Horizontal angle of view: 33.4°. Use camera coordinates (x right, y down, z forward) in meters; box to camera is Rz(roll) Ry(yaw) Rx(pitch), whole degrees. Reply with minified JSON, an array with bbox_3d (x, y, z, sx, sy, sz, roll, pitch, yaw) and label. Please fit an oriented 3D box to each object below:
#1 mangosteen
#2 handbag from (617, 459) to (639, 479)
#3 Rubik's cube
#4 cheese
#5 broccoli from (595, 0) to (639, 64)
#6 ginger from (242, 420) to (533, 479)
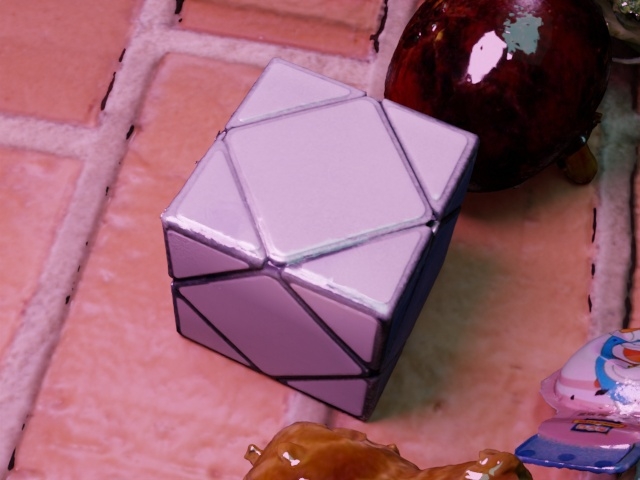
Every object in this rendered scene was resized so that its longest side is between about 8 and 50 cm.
[{"bbox_3d":[0.197,-0.142,1.062,0.261,0.235,0.235,36,55,-21],"label":"mangosteen"},{"bbox_3d":[0.311,0.228,0.869,0.173,0.095,0.117,6,40,16],"label":"handbag"},{"bbox_3d":[0.000,0.000,0.945,0.207,0.205,0.205,25,59,11],"label":"Rubik's cube"},{"bbox_3d":[0.263,0.134,0.897,0.189,0.074,0.286,-2,13,39],"label":"cheese"},{"bbox_3d":[0.367,-0.282,1.142,0.261,0.242,0.269,-35,21,-29],"label":"broccoli"},{"bbox_3d":[0.087,0.288,0.771,0.357,0.152,0.274,12,72,13],"label":"ginger"}]
